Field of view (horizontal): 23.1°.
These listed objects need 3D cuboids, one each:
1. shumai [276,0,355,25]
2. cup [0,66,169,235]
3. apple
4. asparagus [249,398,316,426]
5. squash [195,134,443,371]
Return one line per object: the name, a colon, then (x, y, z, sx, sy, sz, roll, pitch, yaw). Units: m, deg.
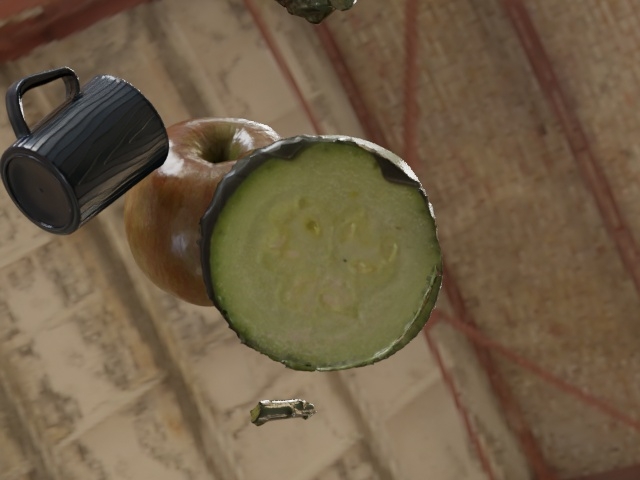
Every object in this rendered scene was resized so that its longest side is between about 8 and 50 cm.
shumai: (-0.016, -0.283, 1.188, 0.309, 0.263, 0.304, 31, -142, 8)
cup: (-0.254, -0.095, 1.587, 0.150, 0.113, 0.138, 41, -129, 6)
apple: (-0.114, -0.033, 1.740, 0.211, 0.211, 0.188, -44, -36, -46)
asparagus: (-0.041, 0.183, 1.667, 0.108, 0.025, 0.021, 4, -136, -54)
squash: (0.002, 0.011, 1.413, 0.133, 0.220, 0.220, -26, -86, -87)
